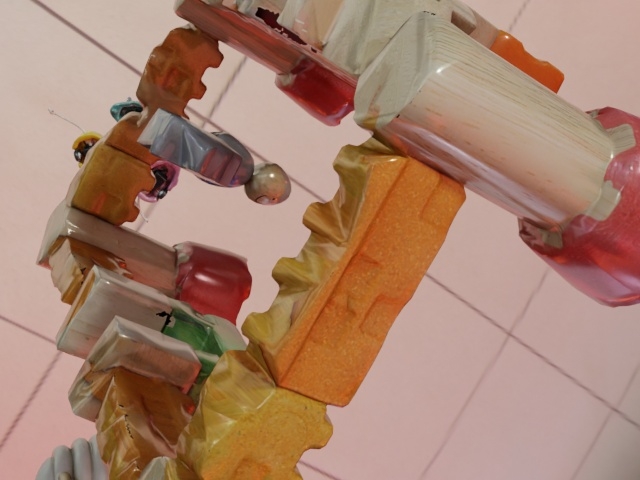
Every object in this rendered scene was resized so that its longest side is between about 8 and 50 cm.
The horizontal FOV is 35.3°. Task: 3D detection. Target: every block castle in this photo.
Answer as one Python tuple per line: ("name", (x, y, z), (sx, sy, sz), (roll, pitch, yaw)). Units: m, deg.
("block castle", (0.000, 0.000, 0.615), (0.213, 0.453, 0.303), (26, 98, -27))

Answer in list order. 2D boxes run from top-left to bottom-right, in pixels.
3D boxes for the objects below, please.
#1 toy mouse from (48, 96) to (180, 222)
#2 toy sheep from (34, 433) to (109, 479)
("toy mouse", (-0.188, -0.099, 1.077), (0.143, 0.031, 0.161), (-19, 117, 7))
("toy sheep", (-0.189, 0.203, 0.836), (0.132, 0.091, 0.091), (6, 103, -19))
